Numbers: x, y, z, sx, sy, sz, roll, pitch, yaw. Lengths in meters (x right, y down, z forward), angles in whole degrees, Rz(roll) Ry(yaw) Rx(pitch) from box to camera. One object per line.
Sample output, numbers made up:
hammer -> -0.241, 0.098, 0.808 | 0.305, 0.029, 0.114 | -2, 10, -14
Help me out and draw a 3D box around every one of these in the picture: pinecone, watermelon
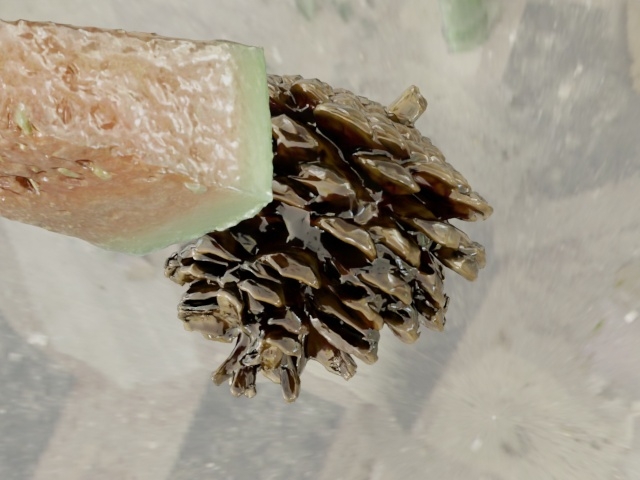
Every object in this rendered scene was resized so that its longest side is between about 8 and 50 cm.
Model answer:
pinecone -> -0.006, -0.011, 1.344 | 0.257, 0.243, 0.243 | -33, 82, -19
watermelon -> -0.180, -0.079, 1.088 | 0.193, 0.257, 0.139 | -14, 72, 38
